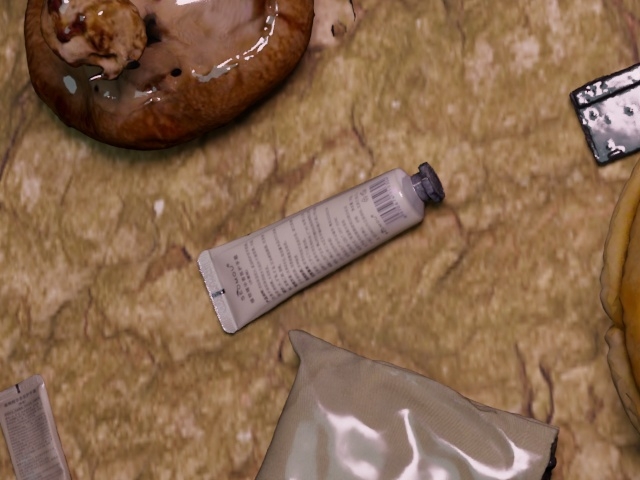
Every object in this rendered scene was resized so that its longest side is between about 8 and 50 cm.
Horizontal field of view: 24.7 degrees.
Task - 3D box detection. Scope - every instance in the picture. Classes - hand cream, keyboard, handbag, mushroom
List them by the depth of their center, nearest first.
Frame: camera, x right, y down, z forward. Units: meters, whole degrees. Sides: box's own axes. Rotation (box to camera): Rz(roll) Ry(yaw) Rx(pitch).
[{"bbox_3d":[0.039,0.258,1.197,0.253,0.109,0.316,18,83,16],"label":"handbag"},{"bbox_3d":[0.324,-0.136,1.201,0.231,0.023,0.072,-23,84,15],"label":"keyboard"},{"bbox_3d":[-0.140,-0.217,1.279,0.267,0.254,0.267,2,67,-4],"label":"mushroom"},{"bbox_3d":[0.000,0.000,1.280,0.234,0.050,0.080,-27,76,18],"label":"hand cream"},{"bbox_3d":[-0.258,0.207,1.346,0.057,0.037,0.165,-27,68,14],"label":"hand cream"}]

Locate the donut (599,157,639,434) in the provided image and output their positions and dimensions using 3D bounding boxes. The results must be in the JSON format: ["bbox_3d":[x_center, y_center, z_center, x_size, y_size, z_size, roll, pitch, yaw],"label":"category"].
[{"bbox_3d":[0.426,0.043,1.050,0.449,0.198,0.449,-3,82,19],"label":"donut"}]
